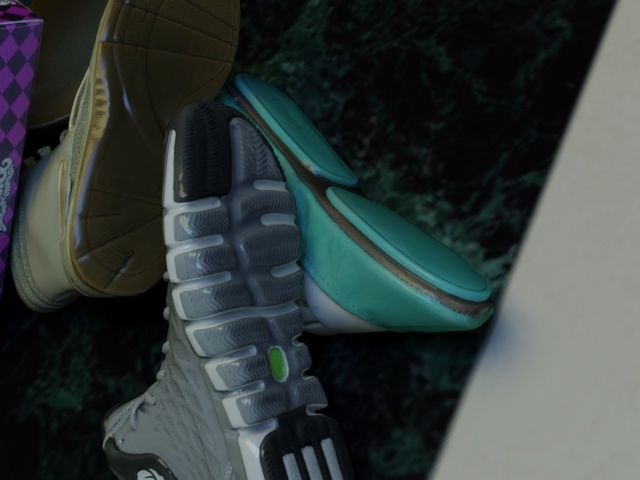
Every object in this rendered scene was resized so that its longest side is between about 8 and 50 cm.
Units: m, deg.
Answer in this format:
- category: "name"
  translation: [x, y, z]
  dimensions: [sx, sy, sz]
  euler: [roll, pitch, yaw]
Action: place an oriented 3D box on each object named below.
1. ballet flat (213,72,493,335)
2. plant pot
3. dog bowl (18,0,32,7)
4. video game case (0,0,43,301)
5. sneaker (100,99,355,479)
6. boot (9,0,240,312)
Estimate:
- category: "ballet flat"
  translation: [0.000, 0.000, 0.746]
  dimensions: [0.247, 0.083, 0.087]
  euler: [46, 111, 44]
- category: "plant pot"
  translation: [-0.171, -0.165, 0.992]
  dimensions: [0.236, 0.032, 0.236]
  euler: [-17, 50, 22]
- category: "dog bowl"
  translation: [-0.168, -0.245, 0.908]
  dimensions: [0.297, 0.074, 0.166]
  euler: [-44, 9, 16]
- category: "video game case"
  translation: [-0.257, -0.073, 0.847]
  dimensions: [0.210, 0.042, 0.232]
  euler: [37, 126, 33]
- category: "sneaker"
  translation: [-0.071, 0.054, 0.692]
  dimensions: [0.132, 0.086, 0.229]
  euler: [-20, 78, 39]
- category: "boot"
  translation: [-0.121, -0.064, 0.804]
  dimensions: [0.165, 0.077, 0.213]
  euler: [-17, 58, 63]
